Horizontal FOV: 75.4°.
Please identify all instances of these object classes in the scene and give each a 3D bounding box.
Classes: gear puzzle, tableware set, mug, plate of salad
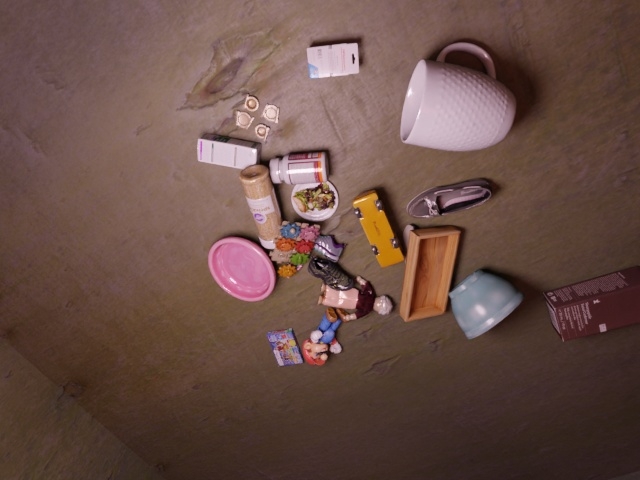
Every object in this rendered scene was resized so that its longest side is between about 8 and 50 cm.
[{"bbox_3d":[-0.123,0.056,1.756,0.175,0.044,0.339,6,135,-17],"label":"gear puzzle"},{"bbox_3d":[-0.250,-0.484,1.627,0.168,0.020,0.141,26,116,-6],"label":"tableware set"},{"bbox_3d":[0.478,-0.491,1.417,0.327,0.276,0.375,9,86,-3],"label":"mug"},{"bbox_3d":[-0.025,-0.168,1.736,0.199,0.048,0.200,3,115,6],"label":"plate of salad"}]

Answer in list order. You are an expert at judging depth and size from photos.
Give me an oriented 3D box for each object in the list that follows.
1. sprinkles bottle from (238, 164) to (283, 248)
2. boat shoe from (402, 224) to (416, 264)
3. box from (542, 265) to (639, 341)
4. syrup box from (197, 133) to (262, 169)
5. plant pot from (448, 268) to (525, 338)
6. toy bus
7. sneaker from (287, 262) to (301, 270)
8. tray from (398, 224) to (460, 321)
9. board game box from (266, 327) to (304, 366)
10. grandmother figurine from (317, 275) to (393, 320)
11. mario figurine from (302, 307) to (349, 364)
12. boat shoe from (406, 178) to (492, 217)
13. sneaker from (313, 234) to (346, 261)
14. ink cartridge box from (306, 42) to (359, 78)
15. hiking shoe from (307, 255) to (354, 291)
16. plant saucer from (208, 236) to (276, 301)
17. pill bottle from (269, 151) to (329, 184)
[{"bbox_3d":[-0.228,-0.131,1.689,0.121,0.121,0.356,-4,131,9],"label":"sprinkles bottle"},{"bbox_3d":[0.399,0.024,1.775,0.064,0.075,0.206,-15,115,-20],"label":"boat shoe"},{"bbox_3d":[1.176,0.271,1.745,0.381,0.143,0.191,-21,111,15],"label":"box"},{"bbox_3d":[-0.364,-0.355,1.662,0.236,0.093,0.096,12,117,2],"label":"syrup box"},{"bbox_3d":[0.667,0.244,1.740,0.293,0.293,0.196,-45,76,23],"label":"plant pot"},{"bbox_3d":[0.243,-0.051,1.711,0.108,0.130,0.333,-20,112,17],"label":"toy bus"},{"bbox_3d":[-0.126,0.119,1.893,0.119,0.047,0.057,-42,93,22],"label":"sneaker"},{"bbox_3d":[0.460,0.143,1.771,0.202,0.076,0.411,-7,116,-18],"label":"tray"},{"bbox_3d":[-0.178,0.546,2.107,0.136,0.035,0.201,-11,114,12],"label":"board game box"},{"bbox_3d":[0.167,0.266,1.896,0.342,0.104,0.208,14,102,-2],"label":"grandmother figurine"},{"bbox_3d":[0.032,0.483,1.978,0.198,0.170,0.321,24,115,-7],"label":"mario figurine"},{"bbox_3d":[0.508,-0.160,1.644,0.334,0.095,0.112,-17,112,15],"label":"boat shoe"},{"bbox_3d":[0.000,0.000,1.815,0.223,0.083,0.098,33,83,-2],"label":"sneaker"},{"bbox_3d":[0.048,-0.646,1.488,0.180,0.060,0.104,-2,115,8],"label":"ink cartridge box"},{"bbox_3d":[0.045,0.146,1.815,0.226,0.086,0.114,25,154,10],"label":"hiking shoe"},{"bbox_3d":[-0.343,0.120,1.865,0.331,0.084,0.332,11,123,18],"label":"plant saucer"},{"bbox_3d":[-0.082,-0.284,1.645,0.221,0.121,0.121,-2,115,9],"label":"pill bottle"}]
